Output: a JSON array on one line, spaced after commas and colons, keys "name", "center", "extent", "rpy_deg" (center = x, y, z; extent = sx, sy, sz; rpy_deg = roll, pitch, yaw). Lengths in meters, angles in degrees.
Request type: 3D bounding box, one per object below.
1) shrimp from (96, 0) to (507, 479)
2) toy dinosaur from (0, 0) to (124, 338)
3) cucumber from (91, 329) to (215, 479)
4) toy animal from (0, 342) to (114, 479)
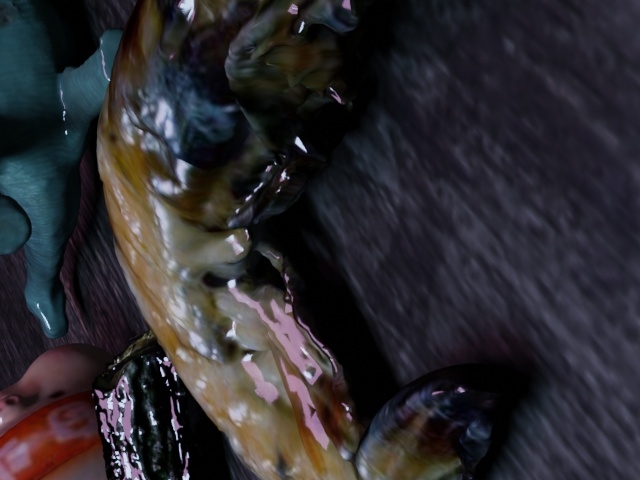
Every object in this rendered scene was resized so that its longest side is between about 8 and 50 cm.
[{"name": "shrimp", "center": [0.000, 0.000, 0.419], "extent": [0.233, 0.071, 0.365], "rpy_deg": [58, 152, 13]}, {"name": "toy dinosaur", "center": [-0.203, -0.120, 0.742], "extent": [0.331, 0.129, 0.384], "rpy_deg": [170, 87, -73]}, {"name": "cucumber", "center": [-0.081, 0.168, 0.678], "extent": [0.067, 0.067, 0.245], "rpy_deg": [9, 111, 64]}, {"name": "toy animal", "center": [-0.175, 0.162, 0.769], "extent": [0.171, 0.171, 0.198], "rpy_deg": [68, 157, 12]}]
